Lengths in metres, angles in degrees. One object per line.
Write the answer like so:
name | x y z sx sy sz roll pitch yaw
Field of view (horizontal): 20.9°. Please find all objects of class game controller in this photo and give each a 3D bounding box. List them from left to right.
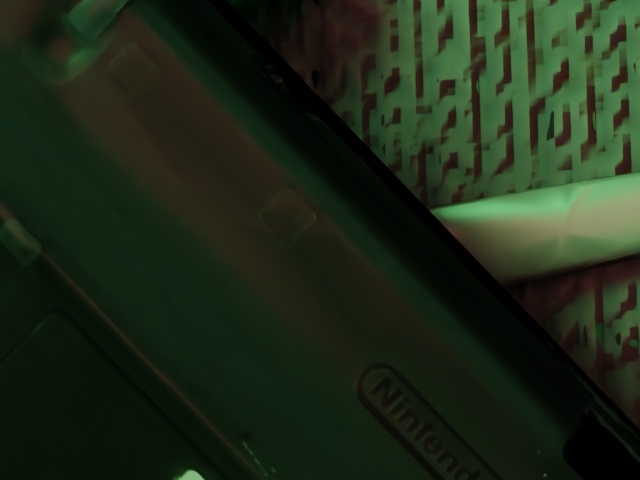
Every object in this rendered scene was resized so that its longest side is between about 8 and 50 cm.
game controller | -0.016 0.073 0.365 0.319 0.067 0.166 46 114 0

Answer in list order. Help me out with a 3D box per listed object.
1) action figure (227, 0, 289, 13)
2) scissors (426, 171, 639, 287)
action figure | -0.116 -0.048 0.426 0.232 0.063 0.137 -12 63 11
scissors | 0.000 0.000 0.411 0.297 0.021 0.109 -27 77 15
